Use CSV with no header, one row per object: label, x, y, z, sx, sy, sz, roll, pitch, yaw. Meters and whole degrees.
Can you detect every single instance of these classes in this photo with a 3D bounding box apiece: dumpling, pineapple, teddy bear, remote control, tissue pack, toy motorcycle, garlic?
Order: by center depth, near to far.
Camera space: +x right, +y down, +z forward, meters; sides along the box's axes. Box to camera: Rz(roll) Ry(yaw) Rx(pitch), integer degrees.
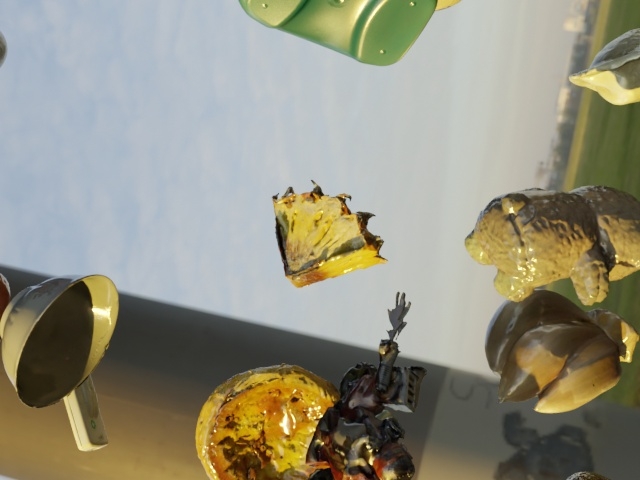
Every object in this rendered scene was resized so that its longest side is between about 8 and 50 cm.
teddy bear,0.351,-0.006,1.349,0.236,0.267,0.151,60,142,43
tissue pack,0.021,-0.398,1.366,0.206,0.287,0.198,-94,27,-45
toy motorcycle,0.098,0.288,1.596,0.134,0.207,0.401,40,-119,-35
dumpling,0.522,-0.297,1.636,0.216,0.167,0.126,-66,-40,-67
pineapple,0.000,0.000,1.696,0.186,0.236,0.114,-62,-28,-9
remote control,-0.480,0.306,1.875,0.090,0.049,0.230,45,-155,-75
garlic,0.475,0.212,1.921,0.325,0.279,0.132,-14,-49,-24

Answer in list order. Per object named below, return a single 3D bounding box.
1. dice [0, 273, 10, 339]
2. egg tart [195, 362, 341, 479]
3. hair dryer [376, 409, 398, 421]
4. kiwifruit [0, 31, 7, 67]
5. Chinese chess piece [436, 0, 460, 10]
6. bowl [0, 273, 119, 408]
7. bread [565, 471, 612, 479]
dice,-0.684,0.134,1.706,0.175,0.179,0.173,-19,58,53
egg tart,-0.089,0.352,1.742,0.115,0.290,0.290,-138,55,-71
hair dryer,0.066,0.409,2.017,0.296,0.119,0.298,-11,-72,-49
kiwifruit,-0.447,-0.250,1.206,0.124,0.075,0.075,-73,-8,-80
Chinese chess piece,0.207,-0.627,1.859,0.338,0.141,0.338,28,-122,-57
bowl,-0.351,0.113,1.197,0.189,0.086,0.189,-51,-24,-33
bread,0.432,0.478,1.477,0.246,0.176,0.195,170,115,-86
